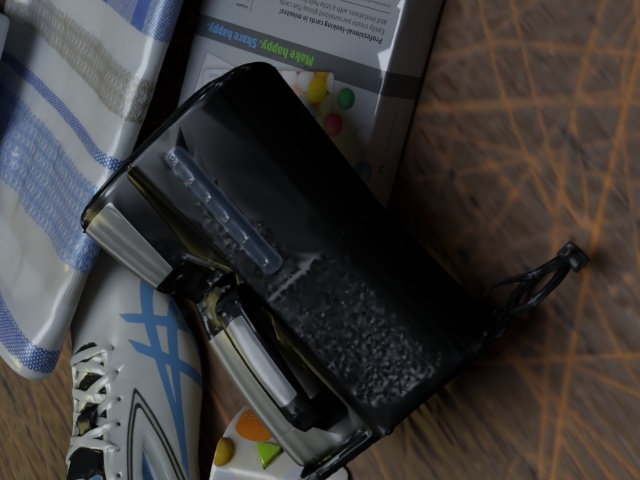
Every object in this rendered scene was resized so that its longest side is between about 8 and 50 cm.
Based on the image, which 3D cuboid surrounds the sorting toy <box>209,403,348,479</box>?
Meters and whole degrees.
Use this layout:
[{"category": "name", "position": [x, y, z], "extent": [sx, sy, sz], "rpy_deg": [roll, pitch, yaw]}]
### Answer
[{"category": "sorting toy", "position": [-0.022, 0.143, 0.772], "extent": [0.075, 0.045, 0.083], "rpy_deg": [13, 98, 20]}]

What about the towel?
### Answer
[{"category": "towel", "position": [-0.170, -0.078, 0.862], "extent": [0.209, 0.034, 0.285], "rpy_deg": [42, 115, 51]}]

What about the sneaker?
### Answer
[{"category": "sneaker", "position": [-0.117, 0.114, 0.816], "extent": [0.085, 0.086, 0.237], "rpy_deg": [-23, 74, 39]}]

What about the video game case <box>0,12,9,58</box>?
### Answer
[{"category": "video game case", "position": [-0.280, -0.073, 0.960], "extent": [0.193, 0.023, 0.212], "rpy_deg": [32, 109, 54]}]

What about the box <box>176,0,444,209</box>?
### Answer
[{"category": "box", "position": [-0.019, -0.063, 0.767], "extent": [0.145, 0.038, 0.186], "rpy_deg": [24, 106, 37]}]

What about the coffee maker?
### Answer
[{"category": "coffee maker", "position": [0.000, 0.000, 0.674], "extent": [0.171, 0.120, 0.178], "rpy_deg": [-40, 90, -10]}]
